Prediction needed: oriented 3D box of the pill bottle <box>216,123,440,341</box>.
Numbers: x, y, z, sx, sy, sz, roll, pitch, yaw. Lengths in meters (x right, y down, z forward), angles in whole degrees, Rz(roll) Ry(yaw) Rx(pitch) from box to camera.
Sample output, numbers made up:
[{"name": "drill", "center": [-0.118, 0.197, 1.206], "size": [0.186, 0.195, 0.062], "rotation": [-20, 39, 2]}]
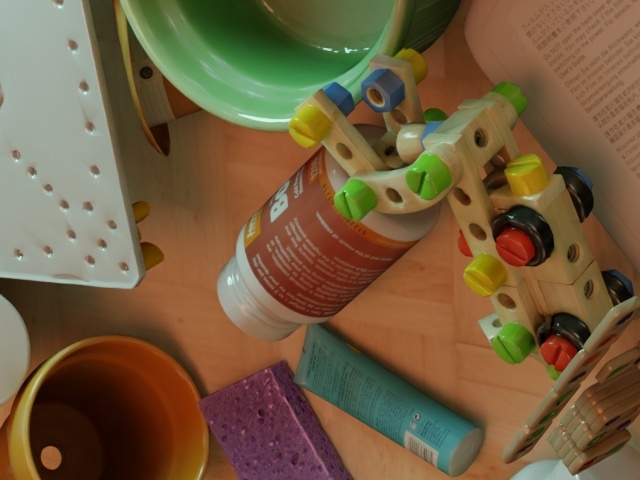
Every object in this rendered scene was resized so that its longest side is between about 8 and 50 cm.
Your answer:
[{"name": "pill bottle", "center": [0.000, 0.000, 1.559], "size": [0.121, 0.121, 0.216], "rotation": [52, 129, 7]}]

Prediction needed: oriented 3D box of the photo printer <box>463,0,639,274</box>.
[{"name": "photo printer", "center": [0.267, -0.141, 1.316], "size": [0.307, 0.107, 0.256], "rotation": [53, 130, 7]}]

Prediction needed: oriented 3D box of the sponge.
[{"name": "sponge", "center": [-0.031, 0.231, 1.735], "size": [0.117, 0.031, 0.210], "rotation": [-30, 89, 40]}]

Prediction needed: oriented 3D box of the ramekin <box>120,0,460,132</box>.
[{"name": "ramekin", "center": [-0.019, -0.255, 1.450], "size": [0.303, 0.148, 0.303], "rotation": [14, 116, 31]}]

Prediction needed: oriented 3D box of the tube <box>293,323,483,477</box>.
[{"name": "tube", "center": [0.057, 0.152, 1.631], "size": [0.207, 0.052, 0.080], "rotation": [30, 119, 29]}]

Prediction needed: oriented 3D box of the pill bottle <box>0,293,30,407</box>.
[{"name": "pill bottle", "center": [-0.402, 0.114, 1.804], "size": [0.283, 0.160, 0.160], "rotation": [-5, 107, 66]}]

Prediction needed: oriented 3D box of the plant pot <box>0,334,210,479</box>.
[{"name": "plant pot", "center": [-0.247, 0.216, 1.795], "size": [0.188, 0.205, 0.205], "rotation": [-24, 93, 56]}]

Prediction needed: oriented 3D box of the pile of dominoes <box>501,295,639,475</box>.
[{"name": "pile of dominoes", "center": [0.257, 0.098, 1.328], "size": [0.040, 0.196, 0.251], "rotation": [55, 149, 21]}]

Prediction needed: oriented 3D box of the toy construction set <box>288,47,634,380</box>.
[{"name": "toy construction set", "center": [0.132, 0.000, 1.360], "size": [0.215, 0.151, 0.328], "rotation": [7, 147, 46]}]

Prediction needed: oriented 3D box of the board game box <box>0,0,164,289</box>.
[{"name": "board game box", "center": [-0.340, -0.154, 1.659], "size": [0.390, 0.050, 0.390], "rotation": [4, 113, 36]}]

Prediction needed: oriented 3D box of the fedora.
[{"name": "fedora", "center": [-0.138, -0.177, 1.591], "size": [0.079, 0.194, 0.194], "rotation": [-11, 104, 1]}]

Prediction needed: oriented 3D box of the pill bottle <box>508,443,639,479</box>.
[{"name": "pill bottle", "center": [0.195, 0.280, 1.521], "size": [0.136, 0.136, 0.246], "rotation": [47, 129, 11]}]
